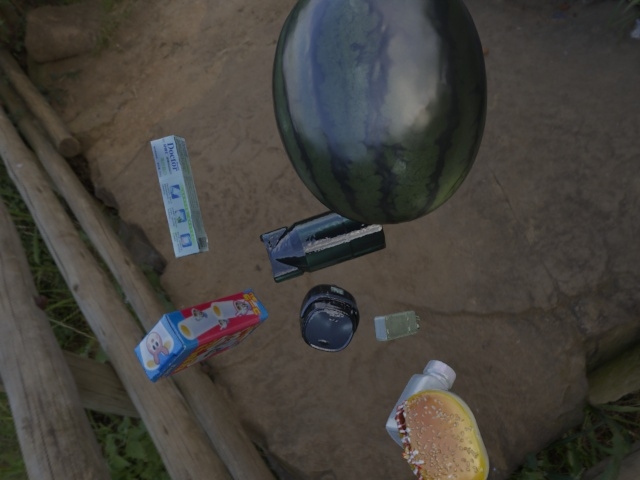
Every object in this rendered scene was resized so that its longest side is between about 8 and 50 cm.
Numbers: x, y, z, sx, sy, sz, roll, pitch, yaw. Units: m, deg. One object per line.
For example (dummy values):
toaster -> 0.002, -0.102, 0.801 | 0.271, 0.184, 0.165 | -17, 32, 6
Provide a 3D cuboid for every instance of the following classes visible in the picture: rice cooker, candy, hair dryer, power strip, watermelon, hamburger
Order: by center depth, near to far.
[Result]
watermelon -> 0.076, -0.199, 0.608 | 0.279, 0.279, 0.358 | -7, 95, 18
hair dryer -> 0.000, 0.000, 1.039 | 0.245, 0.302, 0.116 | -17, 90, -1
candy -> -0.285, 0.226, 1.135 | 0.157, 0.306, 0.100 | -44, 75, 27
hamburger -> 0.337, 0.560, 1.265 | 0.227, 0.151, 0.295 | -26, 74, 29
power strip -> 0.307, 0.324, 1.756 | 0.053, 0.288, 0.093 | -13, 79, 38
rice cooker -> 0.035, 0.316, 1.923 | 0.268, 0.267, 0.224 | -20, 22, 10

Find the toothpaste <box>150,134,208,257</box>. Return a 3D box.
toothpaste -> -0.398, -0.124, 1.296 | 0.081, 0.067, 0.336 | -12, 90, 14

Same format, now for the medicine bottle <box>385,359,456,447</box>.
medicine bottle -> 0.345, 0.548, 1.526 | 0.296, 0.161, 0.111 | -50, 18, -31
